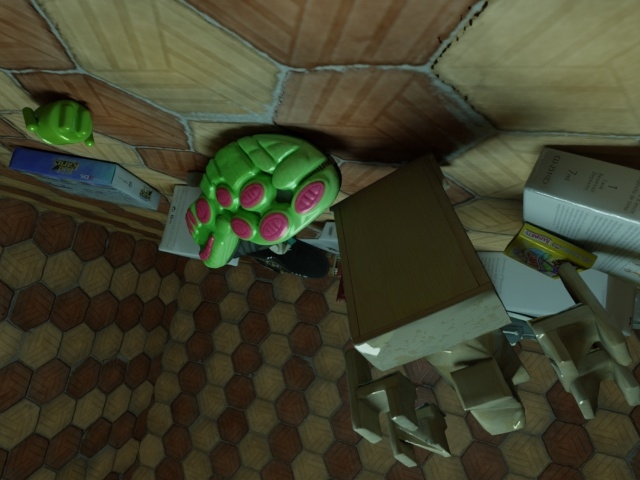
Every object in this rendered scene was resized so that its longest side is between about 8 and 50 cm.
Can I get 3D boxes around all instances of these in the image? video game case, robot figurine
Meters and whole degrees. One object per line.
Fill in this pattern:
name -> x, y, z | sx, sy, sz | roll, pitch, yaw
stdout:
video game case -> -0.613, -0.160, 1.082 | 0.269, 0.061, 0.244 | 10, 172, 4
robot figurine -> -0.418, -0.189, 0.650 | 0.115, 0.067, 0.101 | 5, -179, 34

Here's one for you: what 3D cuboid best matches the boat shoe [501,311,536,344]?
boat shoe -> 0.458, 0.233, 1.053 | 0.319, 0.099, 0.116 | 17, 167, -13

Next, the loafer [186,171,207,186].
loafer -> -0.242, -0.131, 0.892 | 0.125, 0.045, 0.039 | 13, -172, 29

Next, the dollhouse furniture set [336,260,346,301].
dollhouse furniture set -> 0.142, 0.124, 1.202 | 0.201, 0.152, 0.374 | 11, 171, -7

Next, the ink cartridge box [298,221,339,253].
ink cartridge box -> 0.142, 0.011, 1.201 | 0.307, 0.072, 0.303 | 8, 172, 31

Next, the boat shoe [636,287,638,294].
boat shoe -> 0.824, 0.128, 1.112 | 0.153, 0.056, 0.048 | 21, 173, -13

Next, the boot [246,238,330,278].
boot -> -0.144, 0.075, 1.692 | 0.377, 0.138, 0.284 | 15, 170, 3

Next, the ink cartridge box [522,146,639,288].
ink cartridge box -> 0.419, -0.003, 0.547 | 0.261, 0.066, 0.296 | 27, 180, 29

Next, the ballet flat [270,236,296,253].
ballet flat -> -0.151, 0.003, 1.427 | 0.083, 0.087, 0.247 | 9, 171, 14

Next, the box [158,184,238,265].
box -> -0.298, -0.040, 1.050 | 0.182, 0.181, 0.119 | 6, 169, 29

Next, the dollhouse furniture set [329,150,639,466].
dollhouse furniture set -> 0.195, 0.113, 0.607 | 0.362, 0.256, 0.394 | -28, 128, 20

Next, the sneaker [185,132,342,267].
sneaker -> -0.109, -0.078, 0.764 | 0.202, 0.185, 0.483 | -27, -175, -34

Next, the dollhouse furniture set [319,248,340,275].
dollhouse furniture set -> 0.087, 0.113, 1.753 | 0.182, 0.101, 0.161 | 9, 171, 11

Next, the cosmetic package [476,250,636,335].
cosmetic package -> 0.564, 0.133, 1.115 | 0.230, 0.161, 0.453 | 21, 167, -37

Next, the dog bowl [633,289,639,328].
dog bowl -> 0.960, 0.221, 1.363 | 0.348, 0.102, 0.349 | 12, 171, 2

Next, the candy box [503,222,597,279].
candy box -> 0.371, 0.023, 0.673 | 0.105, 0.027, 0.206 | 32, -179, 21
